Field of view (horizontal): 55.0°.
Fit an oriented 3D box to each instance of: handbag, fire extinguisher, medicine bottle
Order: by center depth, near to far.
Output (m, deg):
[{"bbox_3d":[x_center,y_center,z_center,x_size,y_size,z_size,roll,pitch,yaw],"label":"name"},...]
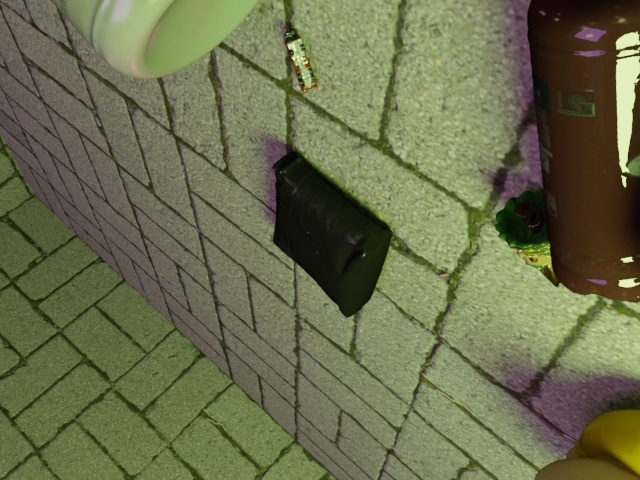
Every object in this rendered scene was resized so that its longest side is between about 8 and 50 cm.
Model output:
[{"bbox_3d":[0.223,-0.099,0.475,0.114,0.135,0.337,6,133,33],"label":"fire extinguisher"},{"bbox_3d":[-0.221,-0.361,0.671,0.302,0.241,0.241,49,154,-2],"label":"medicine bottle"},{"bbox_3d":[0.000,0.000,1.013,0.223,0.080,0.247,40,152,18],"label":"handbag"}]

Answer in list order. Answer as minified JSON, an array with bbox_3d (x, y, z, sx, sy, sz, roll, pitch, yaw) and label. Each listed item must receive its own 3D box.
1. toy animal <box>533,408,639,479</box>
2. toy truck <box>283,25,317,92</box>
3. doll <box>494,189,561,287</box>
[{"bbox_3d":[0.397,0.393,0.753,0.345,0.247,0.277,48,156,1],"label":"toy animal"},{"bbox_3d":[-0.027,-0.234,0.797,0.032,0.024,0.083,-117,3,-51],"label":"toy truck"},{"bbox_3d":[0.247,-0.007,0.672,0.113,0.076,0.078,33,-162,-43],"label":"doll"}]
